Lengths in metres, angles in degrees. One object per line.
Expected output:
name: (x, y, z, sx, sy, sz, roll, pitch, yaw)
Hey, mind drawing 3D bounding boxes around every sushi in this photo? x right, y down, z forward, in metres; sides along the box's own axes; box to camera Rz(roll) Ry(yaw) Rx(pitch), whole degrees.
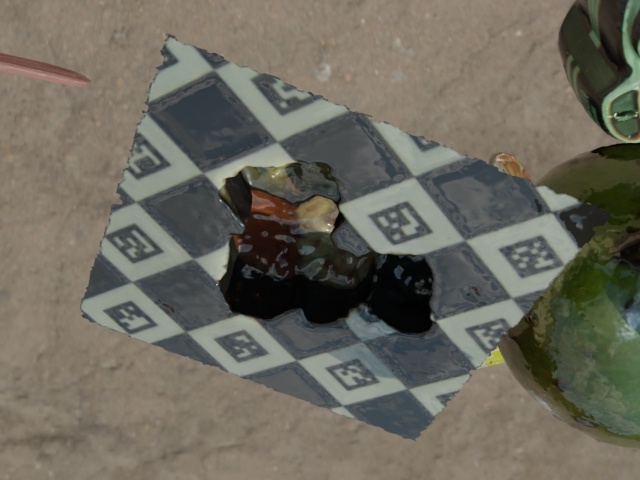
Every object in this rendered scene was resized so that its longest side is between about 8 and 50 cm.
sushi: (0.000, 0.000, 0.599, 0.220, 0.047, 0.231, 21, 138, -8)

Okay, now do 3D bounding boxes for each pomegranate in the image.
pomegranate: (0.244, 0.045, 0.810, 0.242, 0.306, 0.242, 0, 93, 0)

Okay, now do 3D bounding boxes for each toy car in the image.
toy car: (0.287, -0.179, 1.029, 0.125, 0.136, 0.306, -28, 152, 11)

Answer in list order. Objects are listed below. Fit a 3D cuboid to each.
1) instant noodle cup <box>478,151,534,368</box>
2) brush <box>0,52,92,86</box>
instant noodle cup: (0.181, 0.047, 1.356, 0.200, 0.264, 0.264, -24, 130, 23)
brush: (-0.260, -0.135, 0.774, 0.233, 0.103, 0.047, 3, 104, -47)
